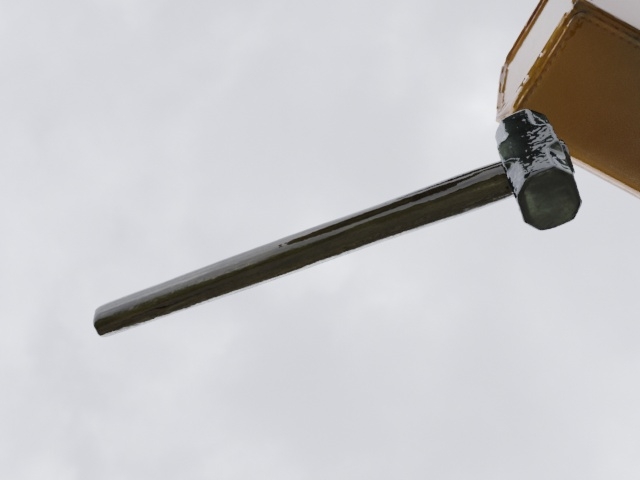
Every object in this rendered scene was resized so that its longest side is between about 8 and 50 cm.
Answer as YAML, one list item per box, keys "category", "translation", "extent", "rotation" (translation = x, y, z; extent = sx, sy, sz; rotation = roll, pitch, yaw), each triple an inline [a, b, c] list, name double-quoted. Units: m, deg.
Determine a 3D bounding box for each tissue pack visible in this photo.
- category: "tissue pack"
  translation: [0.318, -0.128, 0.931]
  extent: [0.274, 0.194, 0.145]
  rotation: [27, -62, -2]

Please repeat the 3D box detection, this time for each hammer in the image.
- category: "hammer"
  translation: [0.000, 0.000, 0.710]
  extent: [0.365, 0.111, 0.043]
  rotation: [-19, -63, 13]
